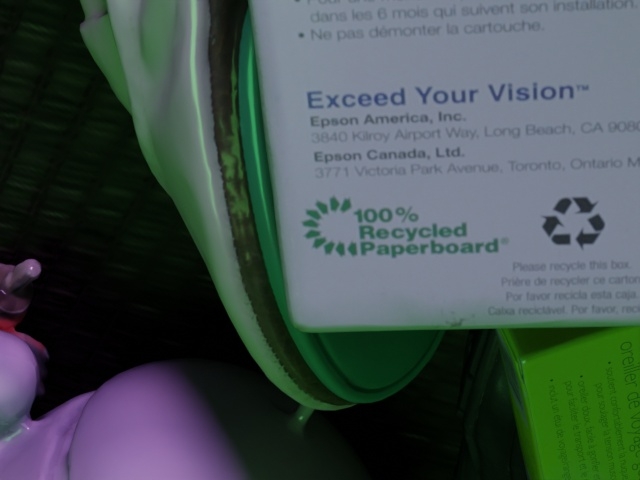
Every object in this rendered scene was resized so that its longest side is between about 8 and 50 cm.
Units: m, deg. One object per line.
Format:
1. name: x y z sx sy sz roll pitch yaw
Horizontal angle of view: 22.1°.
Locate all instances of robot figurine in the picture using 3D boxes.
1. robot figurine: -0.109 0.182 0.771 0.353 0.200 0.300 -28 109 21

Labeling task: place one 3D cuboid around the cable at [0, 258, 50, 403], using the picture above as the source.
1. cable: -0.224 0.052 0.862 0.139 0.072 0.287 29 151 -16

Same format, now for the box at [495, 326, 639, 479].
1. box: 0.158 0.043 0.601 0.178 0.042 0.109 -17 130 -1

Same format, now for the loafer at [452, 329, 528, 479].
1. loafer: 0.098 0.072 0.689 0.078 0.076 0.223 10 141 10

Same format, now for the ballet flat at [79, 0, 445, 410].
1. ballet flat: -0.034 -0.123 0.537 0.139 0.139 0.400 6 130 22

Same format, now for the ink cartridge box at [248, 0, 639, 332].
1. ink cartridge box: 0.138 -0.123 0.401 0.324 0.071 0.330 -1 124 7
